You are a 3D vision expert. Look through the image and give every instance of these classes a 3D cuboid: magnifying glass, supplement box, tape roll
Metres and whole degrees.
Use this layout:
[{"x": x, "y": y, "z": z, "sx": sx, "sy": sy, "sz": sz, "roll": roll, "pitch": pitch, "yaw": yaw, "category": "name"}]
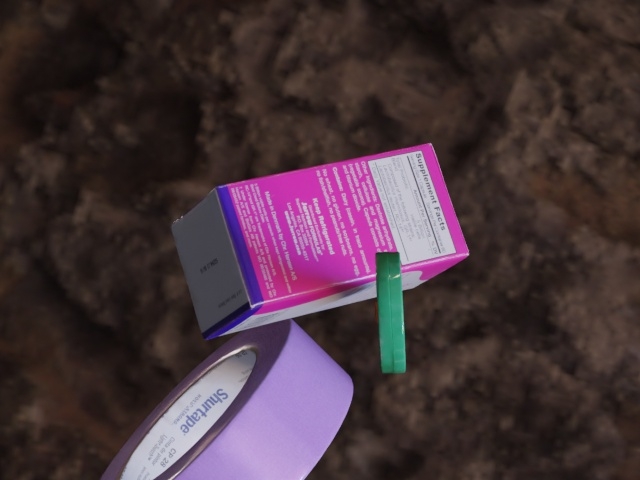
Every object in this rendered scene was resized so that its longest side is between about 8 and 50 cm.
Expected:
[{"x": 0.053, "y": 0.056, "z": 1.435, "sx": 0.026, "sy": 0.231, "sz": 0.092, "roll": -3, "pitch": -92, "yaw": 3, "category": "magnifying glass"}, {"x": 0.000, "y": 0.000, "z": 1.585, "sx": 0.111, "sy": 0.220, "sz": 0.114, "roll": -35, "pitch": -110, "yaw": 59, "category": "supplement box"}, {"x": -0.097, "y": 0.197, "z": 1.728, "sx": 0.275, "sy": 0.090, "sz": 0.275, "roll": -43, "pitch": -167, "yaw": 12, "category": "tape roll"}]
